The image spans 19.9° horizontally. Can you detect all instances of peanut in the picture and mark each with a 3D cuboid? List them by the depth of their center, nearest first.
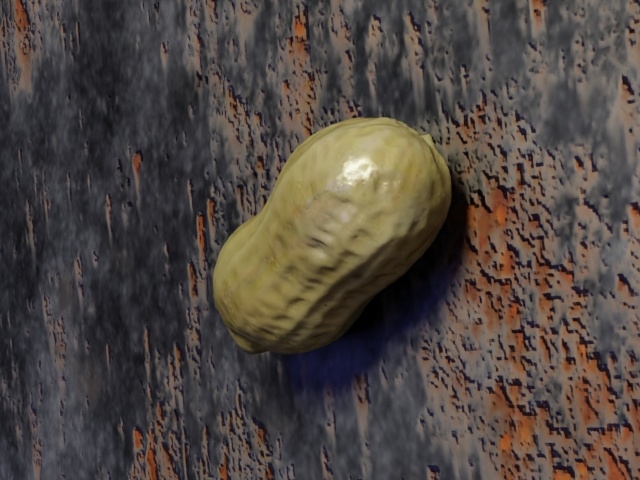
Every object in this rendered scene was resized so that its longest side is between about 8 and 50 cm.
[{"bbox_3d":[0.000,0.000,1.027,0.214,0.090,0.098,-48,42,47],"label":"peanut"}]
